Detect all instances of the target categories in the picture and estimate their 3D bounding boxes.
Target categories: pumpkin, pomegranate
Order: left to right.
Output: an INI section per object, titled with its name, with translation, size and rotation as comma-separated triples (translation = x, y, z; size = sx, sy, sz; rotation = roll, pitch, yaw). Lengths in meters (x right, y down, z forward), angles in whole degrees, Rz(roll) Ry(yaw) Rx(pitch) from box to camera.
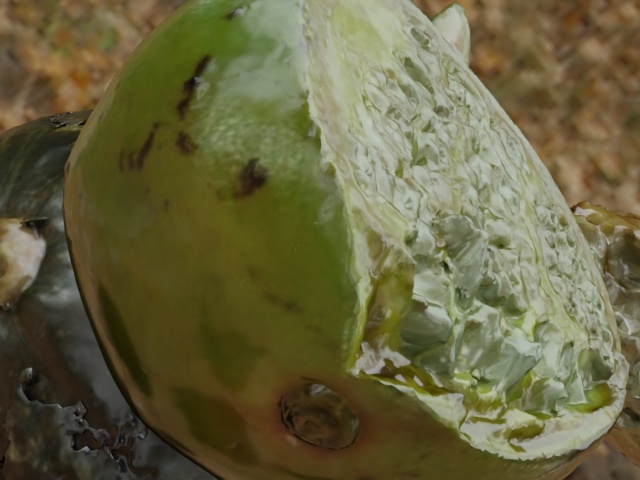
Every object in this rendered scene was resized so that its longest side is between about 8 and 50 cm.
[pumpkin]
translation = -0.170, 0.106, 1.473
size = 0.344, 0.454, 0.454
rotation = 71, -4, -52
[pomegranate]
translation = 0.000, 0.000, 1.054
size = 0.310, 0.216, 0.358
rotation = 45, 24, -22

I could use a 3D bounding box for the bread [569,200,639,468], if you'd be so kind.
[bread]
translation = 0.325, 0.120, 1.446
size = 0.370, 0.191, 0.314
rotation = 16, 15, -31
